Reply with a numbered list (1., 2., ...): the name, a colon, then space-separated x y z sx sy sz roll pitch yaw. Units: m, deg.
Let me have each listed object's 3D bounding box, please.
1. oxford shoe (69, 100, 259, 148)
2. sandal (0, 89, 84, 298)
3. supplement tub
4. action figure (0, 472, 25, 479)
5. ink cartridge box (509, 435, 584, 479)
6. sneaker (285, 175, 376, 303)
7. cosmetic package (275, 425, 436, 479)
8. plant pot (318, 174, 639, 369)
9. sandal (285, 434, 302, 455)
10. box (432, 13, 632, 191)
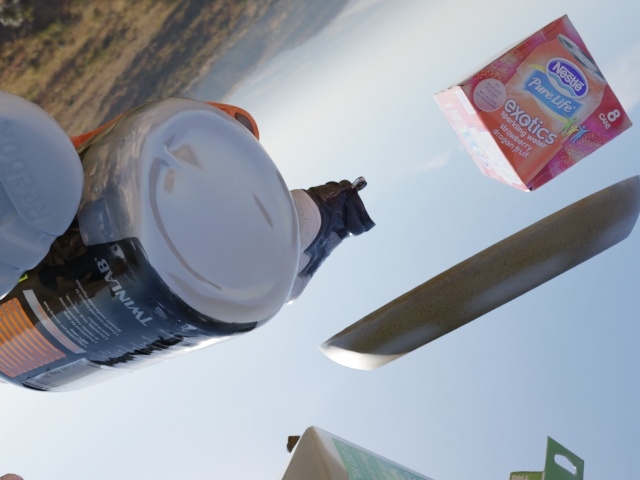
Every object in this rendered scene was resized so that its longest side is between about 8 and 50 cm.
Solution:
1. oxford shoe: -0.270 -0.134 1.009 0.364 0.130 0.133 -11 -170 0
2. sandal: -0.340 0.041 0.446 0.416 0.169 0.102 -31 -139 -1
3. supplement tub: -0.202 0.024 0.627 0.338 0.207 0.207 -21 -164 35
4. action figure: -0.354 0.539 0.971 0.248 0.370 0.275 -42 -148 43
5. ink cartridge box: 0.331 0.411 0.992 0.062 0.109 0.209 -22 -139 47
6. sneaker: 0.000 0.000 1.047 0.153 0.101 0.268 -24 155 -26
7. cosmetic package: 0.128 0.292 0.439 0.155 0.366 0.197 -62 -163 4
8. plant pot: 0.110 0.031 0.449 0.236 0.032 0.236 -27 170 -5
9. sandal: 0.014 0.315 0.902 0.090 0.219 0.060 -8 -123 15
10. box: 0.261 -0.174 0.883 0.142 0.154 0.300 -33 -175 8
